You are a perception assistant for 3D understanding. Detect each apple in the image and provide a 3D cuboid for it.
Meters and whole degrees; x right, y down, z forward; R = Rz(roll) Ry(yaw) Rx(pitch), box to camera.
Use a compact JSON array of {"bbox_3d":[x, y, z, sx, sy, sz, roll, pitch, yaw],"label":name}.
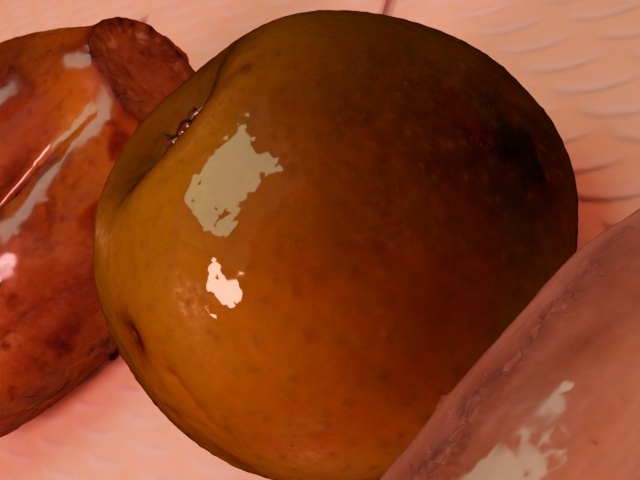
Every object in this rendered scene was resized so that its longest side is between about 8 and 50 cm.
[{"bbox_3d":[0.000,0.000,0.578,0.196,0.157,0.196,-42,22,21],"label":"apple"}]

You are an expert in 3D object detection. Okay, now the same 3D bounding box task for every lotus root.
[{"bbox_3d":[-0.178,0.001,0.829,0.291,0.193,0.193,-41,31,17],"label":"lotus root"}]

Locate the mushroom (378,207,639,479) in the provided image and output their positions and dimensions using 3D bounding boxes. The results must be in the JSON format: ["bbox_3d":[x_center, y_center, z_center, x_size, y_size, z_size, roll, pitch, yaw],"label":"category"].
[{"bbox_3d":[0.076,0.087,0.397,0.351,0.095,0.123,-46,52,-4],"label":"mushroom"}]
